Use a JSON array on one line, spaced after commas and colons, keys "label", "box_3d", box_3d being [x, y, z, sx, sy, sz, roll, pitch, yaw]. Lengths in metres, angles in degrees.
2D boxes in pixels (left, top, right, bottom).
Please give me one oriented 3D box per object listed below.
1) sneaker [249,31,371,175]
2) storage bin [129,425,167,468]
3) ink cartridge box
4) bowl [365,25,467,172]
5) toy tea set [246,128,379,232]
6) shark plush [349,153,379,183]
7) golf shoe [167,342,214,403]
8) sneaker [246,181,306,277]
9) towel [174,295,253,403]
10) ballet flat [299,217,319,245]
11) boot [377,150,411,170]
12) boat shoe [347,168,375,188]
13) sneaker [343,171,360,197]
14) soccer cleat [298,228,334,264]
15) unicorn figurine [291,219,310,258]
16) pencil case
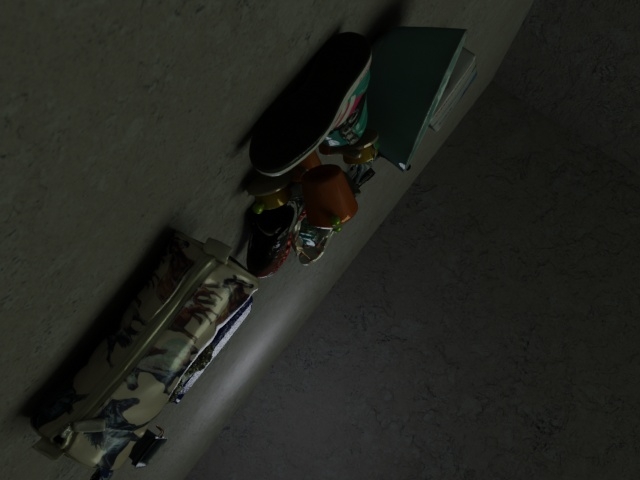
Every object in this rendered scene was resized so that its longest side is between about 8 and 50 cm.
[{"label": "sneaker", "box_3d": [-0.009, -0.201, 1.161, 0.295, 0.124, 0.178, -53, 162, -16]}, {"label": "storage bin", "box_3d": [-0.430, 0.472, 1.585, 0.098, 0.091, 0.135, -52, 172, -13]}, {"label": "ink cartridge box", "box_3d": [0.352, -0.462, 1.994, 0.223, 0.129, 0.307, -55, 171, 11]}, {"label": "bowl", "box_3d": [0.167, -0.315, 1.382, 0.311, 0.163, 0.311, -63, 174, -13]}, {"label": "toy tea set", "box_3d": [0.017, -0.122, 1.290, 0.336, 0.200, 0.124, -50, 133, -43]}, {"label": "shark plush", "box_3d": [0.108, -0.224, 1.904, 0.067, 0.073, 0.161, -29, 166, -21]}, {"label": "golf shoe", "box_3d": [-0.290, 0.262, 1.352, 0.086, 0.069, 0.176, -36, -173, 46]}, {"label": "sneaker", "box_3d": [-0.105, -0.021, 1.394, 0.135, 0.098, 0.276, -41, 162, -57]}, {"label": "towel", "box_3d": [-0.283, 0.248, 1.597, 0.308, 0.076, 0.227, -52, 178, -17]}, {"label": "ballet flat", "box_3d": [-0.036, -0.032, 1.870, 0.070, 0.070, 0.188, -53, 173, -7]}, {"label": "boot", "box_3d": [0.208, -0.268, 1.951, 0.076, 0.137, 0.198, -55, 170, 6]}, {"label": "boat shoe", "box_3d": [0.083, -0.134, 2.006, 0.228, 0.076, 0.080, -53, 171, -7]}, {"label": "sneaker", "box_3d": [0.037, -0.122, 1.879, 0.118, 0.083, 0.222, -37, -176, 19]}, {"label": "soccer cleat", "box_3d": [0.000, 0.000, 2.128, 0.196, 0.068, 0.076, -55, 175, -10]}, {"label": "unicorn figurine", "box_3d": [-0.060, -0.044, 1.478, 0.060, 0.111, 0.161, -14, 141, -24]}, {"label": "pencil case", "box_3d": [-0.271, 0.171, 1.054, 0.410, 0.160, 0.183, -53, -174, -5]}]
